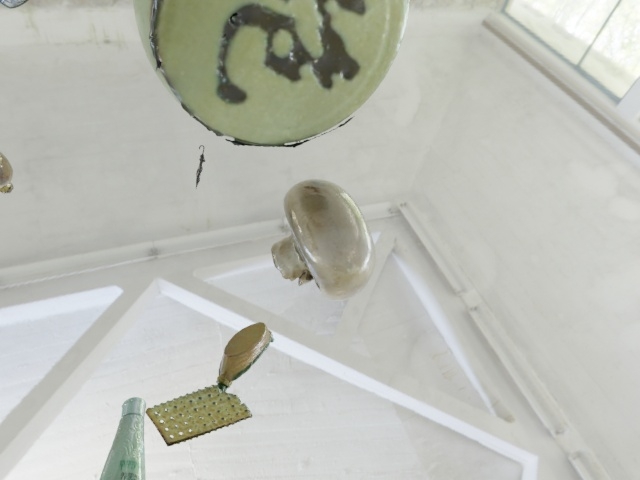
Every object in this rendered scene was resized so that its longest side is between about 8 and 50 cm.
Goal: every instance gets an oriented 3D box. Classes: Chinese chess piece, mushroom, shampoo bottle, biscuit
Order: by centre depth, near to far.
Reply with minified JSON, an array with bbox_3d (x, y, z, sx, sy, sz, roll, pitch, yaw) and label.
[{"bbox_3d":[-0.055,-0.290,0.574,0.350,0.349,0.146,-9,-128,-19],"label":"Chinese chess piece"},{"bbox_3d":[-0.278,0.316,0.632,0.069,0.041,0.190,25,-155,-28],"label":"shampoo bottle"},{"bbox_3d":[0.000,0.000,0.784,0.178,0.226,0.226,-17,-129,7],"label":"mushroom"},{"bbox_3d":[-0.271,0.387,0.988,0.204,0.143,0.016,-19,-150,-4],"label":"biscuit"}]

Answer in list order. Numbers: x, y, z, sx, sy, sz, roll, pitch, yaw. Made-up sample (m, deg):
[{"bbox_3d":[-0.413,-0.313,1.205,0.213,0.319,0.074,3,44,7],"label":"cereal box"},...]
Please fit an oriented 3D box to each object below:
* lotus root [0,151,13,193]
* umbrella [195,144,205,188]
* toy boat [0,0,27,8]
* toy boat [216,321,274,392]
[{"bbox_3d":[-0.871,-0.189,1.105,0.145,0.260,0.128,-16,-112,-5],"label":"lotus root"},{"bbox_3d":[-0.329,-0.200,1.208,0.022,0.122,0.013,7,-177,14],"label":"umbrella"},{"bbox_3d":[-0.222,-0.240,0.320,0.060,0.141,0.055,41,-146,21],"label":"toy boat"},{"bbox_3d":[-0.186,0.279,1.082,0.089,0.088,0.229,12,-150,26],"label":"toy boat"}]
